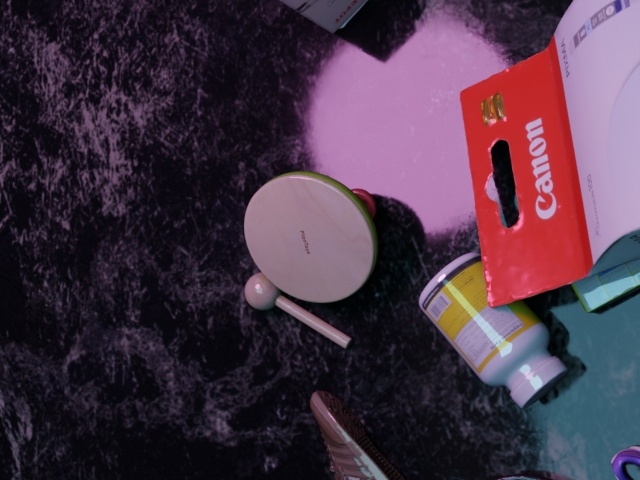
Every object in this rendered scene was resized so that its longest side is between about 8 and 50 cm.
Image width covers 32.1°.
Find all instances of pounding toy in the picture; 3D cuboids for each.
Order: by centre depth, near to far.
[{"bbox_3d":[0.000,0.000,1.479,0.183,0.110,0.237,21,124,15],"label":"pounding toy"}]

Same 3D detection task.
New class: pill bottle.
[{"bbox_3d":[0.212,0.111,1.352,0.103,0.103,0.184,-45,69,15],"label":"pill bottle"}]

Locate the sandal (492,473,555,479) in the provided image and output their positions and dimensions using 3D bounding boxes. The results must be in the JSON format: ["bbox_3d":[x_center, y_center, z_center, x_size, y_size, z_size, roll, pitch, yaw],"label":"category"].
[{"bbox_3d":[0.323,0.462,1.264,0.167,0.107,0.446,-38,71,17],"label":"sandal"}]

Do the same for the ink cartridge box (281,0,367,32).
[{"bbox_3d":[0.001,-0.374,1.443,0.148,0.203,0.086,-44,67,15],"label":"ink cartridge box"}]

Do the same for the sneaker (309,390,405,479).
[{"bbox_3d":[0.034,0.283,1.440,0.071,0.066,0.188,-46,68,15],"label":"sneaker"}]

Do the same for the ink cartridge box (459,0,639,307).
[{"bbox_3d":[0.300,-0.127,1.225,0.385,0.091,0.308,-24,59,38],"label":"ink cartridge box"}]

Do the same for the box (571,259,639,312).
[{"bbox_3d":[0.327,-0.014,1.344,0.105,0.043,0.179,-31,75,20],"label":"box"}]

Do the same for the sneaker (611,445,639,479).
[{"bbox_3d":[0.404,0.299,1.262,0.170,0.071,0.068,29,98,24],"label":"sneaker"}]
